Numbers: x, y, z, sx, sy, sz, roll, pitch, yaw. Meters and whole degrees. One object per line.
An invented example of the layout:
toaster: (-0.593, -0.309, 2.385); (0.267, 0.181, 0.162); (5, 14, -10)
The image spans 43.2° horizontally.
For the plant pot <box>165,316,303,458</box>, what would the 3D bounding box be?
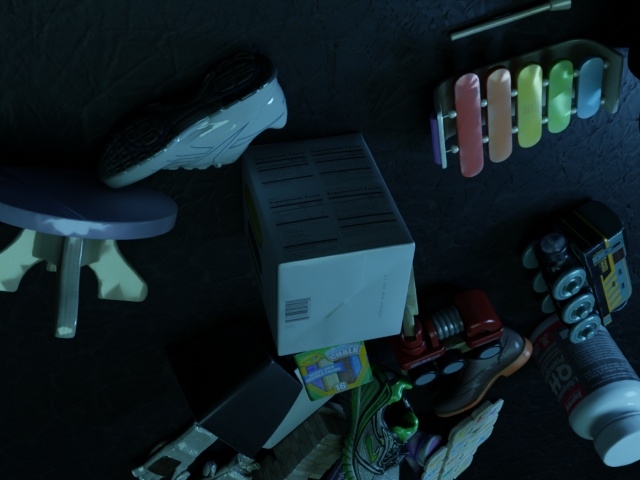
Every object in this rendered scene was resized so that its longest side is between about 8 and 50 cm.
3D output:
plant pot: (-0.146, 0.260, 1.511); (0.167, 0.187, 0.188); (-38, 135, 1)

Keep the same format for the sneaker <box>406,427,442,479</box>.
sneaker: (0.239, 0.517, 1.973); (0.095, 0.104, 0.236); (-52, 151, -25)

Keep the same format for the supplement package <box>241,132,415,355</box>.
supplement package: (0.000, 0.000, 1.237); (0.198, 0.263, 0.199); (-9, 135, -12)

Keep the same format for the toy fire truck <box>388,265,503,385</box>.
toy fire truck: (0.229, 0.143, 1.575); (0.217, 0.158, 0.246); (-22, 147, 1)

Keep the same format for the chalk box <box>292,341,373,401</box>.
chalk box: (0.007, 0.178, 1.513); (0.132, 0.132, 0.213); (-18, 138, -3)

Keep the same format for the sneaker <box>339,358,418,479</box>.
sneaker: (0.129, 0.418, 1.702); (0.134, 0.146, 0.344); (-33, 127, -42)

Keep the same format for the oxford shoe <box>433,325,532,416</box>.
oxford shoe: (0.336, 0.286, 1.795); (0.098, 0.097, 0.271); (37, 109, -21)

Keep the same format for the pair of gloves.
pair of gloves: (-0.266, 0.504, 1.771); (0.204, 0.042, 0.240); (-33, 127, 16)

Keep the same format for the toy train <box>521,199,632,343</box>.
toy train: (0.529, 0.069, 1.613); (0.190, 0.142, 0.334); (-35, 136, 1)

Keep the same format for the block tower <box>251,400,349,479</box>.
block tower: (-0.061, 0.507, 1.808); (0.091, 0.097, 0.335); (25, 110, -39)

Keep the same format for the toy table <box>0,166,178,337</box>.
toy table: (-0.353, 0.005, 1.140); (0.274, 0.252, 0.161); (12, 113, -15)

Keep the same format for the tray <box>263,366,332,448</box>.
tray: (-0.077, 0.348, 1.724); (0.145, 0.030, 0.270); (27, 119, -38)

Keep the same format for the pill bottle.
pill bottle: (0.590, 0.313, 1.737); (0.176, 0.319, 0.176); (-10, 135, -11)

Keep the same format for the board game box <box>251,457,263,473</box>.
board game box: (-0.197, 0.585, 1.909); (0.136, 0.035, 0.201); (27, 119, -38)

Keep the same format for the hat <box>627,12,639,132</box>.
hat: (0.560, -0.313, 1.240); (0.331, 0.134, 0.331); (-19, 128, -26)

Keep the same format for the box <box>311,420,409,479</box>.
box: (0.069, 0.544, 1.926); (0.184, 0.103, 0.261); (3, 132, -27)

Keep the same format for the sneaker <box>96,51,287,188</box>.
sneaker: (-0.176, -0.143, 1.147); (0.297, 0.111, 0.129); (-25, 142, 6)

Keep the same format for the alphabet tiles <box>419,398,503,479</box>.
alphabet tiles: (0.343, 0.506, 1.963); (0.278, 0.021, 0.284); (-29, 144, -31)

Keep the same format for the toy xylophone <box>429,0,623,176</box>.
toy xylophone: (0.305, -0.239, 1.251); (0.322, 0.081, 0.236); (-24, 136, 2)
